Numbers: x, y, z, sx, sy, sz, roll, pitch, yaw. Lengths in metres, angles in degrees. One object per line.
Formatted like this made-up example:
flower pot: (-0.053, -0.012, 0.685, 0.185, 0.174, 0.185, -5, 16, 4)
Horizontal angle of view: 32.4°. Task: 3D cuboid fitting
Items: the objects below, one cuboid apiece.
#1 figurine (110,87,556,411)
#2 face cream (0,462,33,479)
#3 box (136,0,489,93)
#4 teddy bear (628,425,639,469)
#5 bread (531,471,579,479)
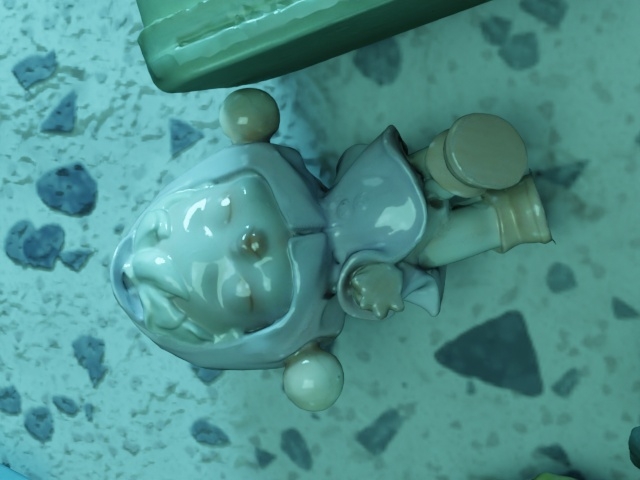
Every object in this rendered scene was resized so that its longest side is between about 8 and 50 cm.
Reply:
figurine: (-0.001, 0.000, 0.674, 0.276, 0.133, 0.200, -16, 82, 18)
face cream: (-0.341, 0.170, 0.863, 0.250, 0.077, 0.077, 23, 108, 16)
box: (0.035, -0.294, 0.581, 0.352, 0.177, 0.344, -17, 91, 23)
teddy bear: (0.236, 0.062, 0.581, 0.251, 0.171, 0.144, -49, 58, 28)
bread: (0.138, 0.248, 0.647, 0.197, 0.170, 0.197, 1, 98, 8)
